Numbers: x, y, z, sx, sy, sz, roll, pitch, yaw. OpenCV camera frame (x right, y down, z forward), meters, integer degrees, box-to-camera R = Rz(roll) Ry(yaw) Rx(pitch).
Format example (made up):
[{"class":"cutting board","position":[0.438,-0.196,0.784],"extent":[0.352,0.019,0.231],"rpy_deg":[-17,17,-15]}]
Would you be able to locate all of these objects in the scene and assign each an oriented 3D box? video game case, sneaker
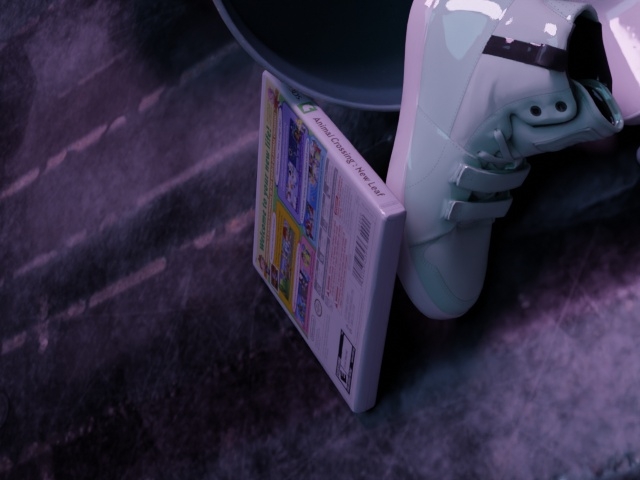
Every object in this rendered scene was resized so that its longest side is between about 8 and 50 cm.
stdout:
[{"class":"video game case","position":[0.000,0.000,0.960],"extent":[0.193,0.023,0.212],"rpy_deg":[53,150,39]},{"class":"sneaker","position":[0.131,-0.051,0.856],"extent":[0.151,0.094,0.255],"rpy_deg":[15,112,39]}]

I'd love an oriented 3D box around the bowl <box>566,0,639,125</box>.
[{"class":"bowl","position":[0.245,-0.158,0.858],"extent":[0.142,0.053,0.142],"rpy_deg":[-37,53,27]}]

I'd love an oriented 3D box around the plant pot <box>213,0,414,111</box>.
[{"class":"plant pot","position":[0.040,-0.269,0.954],"extent":[0.293,0.293,0.196],"rpy_deg":[-55,21,13]}]

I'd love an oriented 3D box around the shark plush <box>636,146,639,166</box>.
[{"class":"shark plush","position":[0.257,-0.084,0.767],"extent":[0.073,0.161,0.067],"rpy_deg":[-15,49,-11]}]
